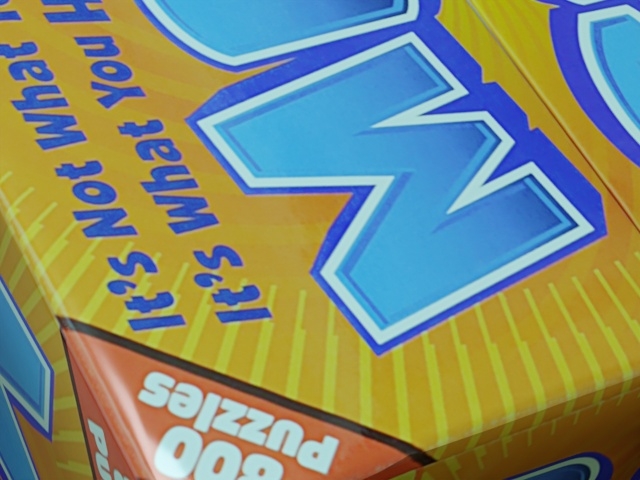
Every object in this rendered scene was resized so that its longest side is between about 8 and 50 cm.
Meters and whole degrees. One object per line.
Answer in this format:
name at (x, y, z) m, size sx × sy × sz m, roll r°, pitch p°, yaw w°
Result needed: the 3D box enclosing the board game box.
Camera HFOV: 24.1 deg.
board game box at (0.000, 0.000, 0.657) m, size 0.356 × 0.356 × 0.356 m, roll -17°, pitch 60°, yaw -26°
